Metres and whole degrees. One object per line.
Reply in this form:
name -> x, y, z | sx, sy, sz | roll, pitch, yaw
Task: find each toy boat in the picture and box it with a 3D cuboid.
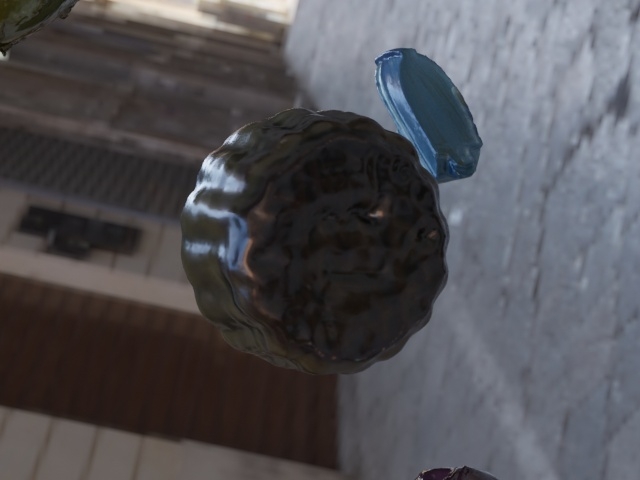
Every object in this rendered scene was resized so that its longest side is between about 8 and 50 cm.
toy boat -> 0.122, -0.148, 2.059 | 0.215, 0.088, 0.102 | 64, 146, 21

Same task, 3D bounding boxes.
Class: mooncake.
mooncake -> 0.000, 0.000, 1.754 | 0.161, 0.290, 0.290 | 9, 86, 62

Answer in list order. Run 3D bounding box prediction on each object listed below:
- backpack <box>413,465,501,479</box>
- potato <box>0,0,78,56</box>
backpack -> 0.113, 0.343, 1.400 | 0.317, 0.197, 0.283 | -62, -24, -62
potato -> -0.262, -0.254, 1.190 | 0.219, 0.270, 0.359 | -47, -16, 25
